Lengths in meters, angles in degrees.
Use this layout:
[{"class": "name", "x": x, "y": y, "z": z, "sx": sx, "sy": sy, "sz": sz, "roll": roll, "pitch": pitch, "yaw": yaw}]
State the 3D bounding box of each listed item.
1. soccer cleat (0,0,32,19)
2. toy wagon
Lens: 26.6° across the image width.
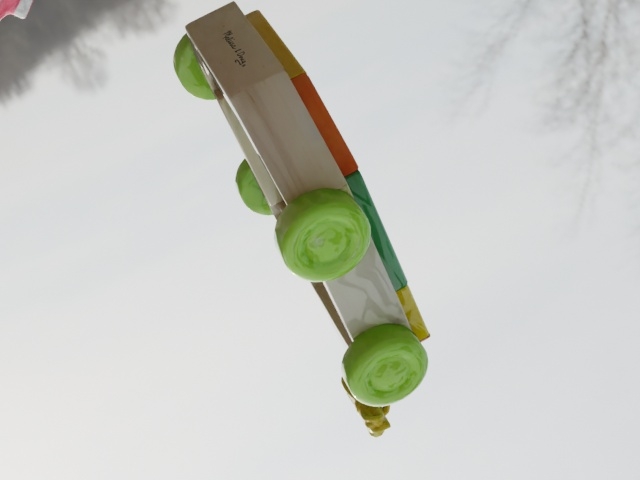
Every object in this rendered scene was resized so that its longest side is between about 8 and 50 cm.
[{"class": "soccer cleat", "x": -0.212, "y": -0.079, "z": 0.554, "sx": 0.248, "sy": 0.095, "sz": 0.083, "roll": -33, "pitch": -140, "yaw": 26}, {"class": "toy wagon", "x": 0.000, "y": 0.000, "z": 0.952, "sx": 0.068, "sy": 0.344, "sz": 0.267, "roll": -28, "pitch": -142, "yaw": -3}]
